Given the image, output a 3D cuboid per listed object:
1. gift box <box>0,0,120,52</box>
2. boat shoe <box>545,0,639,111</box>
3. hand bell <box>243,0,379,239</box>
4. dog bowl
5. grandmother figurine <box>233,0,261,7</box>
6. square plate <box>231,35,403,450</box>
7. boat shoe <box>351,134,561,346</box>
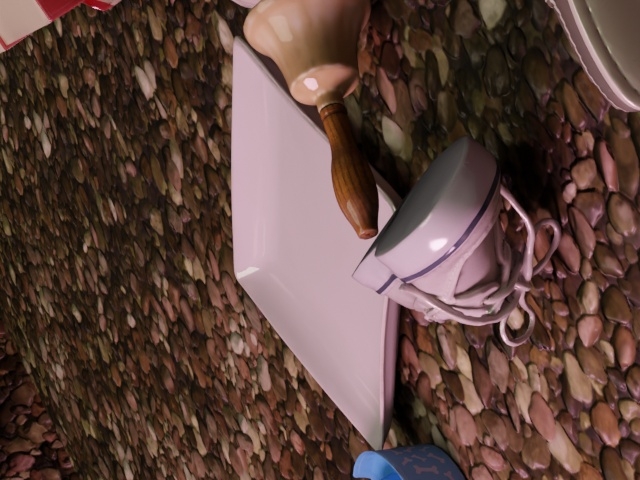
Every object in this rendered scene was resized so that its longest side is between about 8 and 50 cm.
[{"bbox_3d":[-0.310,-0.381,2.164,0.255,0.276,0.258,61,155,-11],"label":"gift box"},{"bbox_3d":[0.192,-0.230,1.332,0.091,0.109,0.305,144,112,-67],"label":"boat shoe"},{"bbox_3d":[0.014,-0.109,1.721,0.126,0.126,0.242,116,144,-59],"label":"hand bell"},{"bbox_3d":[0.100,0.335,1.998,0.166,0.074,0.297,54,152,35],"label":"dog bowl"},{"bbox_3d":[-0.074,-0.383,1.827,0.208,0.104,0.342,-94,-1,-55],"label":"grandmother figurine"},{"bbox_3d":[0.000,0.000,1.999,0.344,0.049,0.347,48,148,42],"label":"square plate"},{"bbox_3d":[0.130,0.022,1.603,0.156,0.136,0.367,34,166,-1],"label":"boat shoe"}]
